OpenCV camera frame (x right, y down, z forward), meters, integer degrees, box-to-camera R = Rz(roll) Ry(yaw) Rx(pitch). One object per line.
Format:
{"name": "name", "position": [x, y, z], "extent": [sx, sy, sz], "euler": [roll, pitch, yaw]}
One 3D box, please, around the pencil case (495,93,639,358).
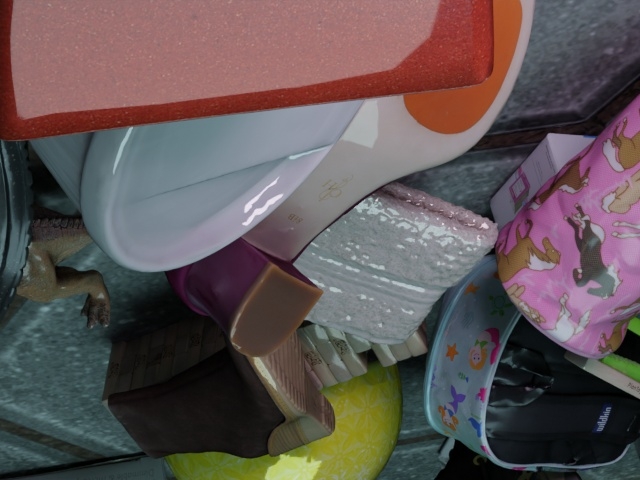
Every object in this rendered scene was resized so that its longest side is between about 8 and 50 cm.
{"name": "pencil case", "position": [0.317, -0.061, 1.247], "extent": [0.167, 0.160, 0.386], "euler": [36, 121, -14]}

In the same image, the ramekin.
{"name": "ramekin", "position": [-0.082, -0.120, 0.963], "extent": [0.273, 0.127, 0.273], "euler": [-41, 158, -21]}

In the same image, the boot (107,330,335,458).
{"name": "boot", "position": [-0.112, 0.150, 1.409], "extent": [0.206, 0.090, 0.248], "euler": [-9, 146, 13]}

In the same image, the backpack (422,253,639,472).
{"name": "backpack", "position": [0.219, 0.121, 1.511], "extent": [0.253, 0.191, 0.225], "euler": [3, 106, -46]}

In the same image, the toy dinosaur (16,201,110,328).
{"name": "toy dinosaur", "position": [-0.293, 0.009, 1.234], "extent": [0.295, 0.127, 0.200], "euler": [-20, 145, 1]}

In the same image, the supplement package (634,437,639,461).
{"name": "supplement package", "position": [0.470, 0.152, 1.726], "extent": [0.203, 0.194, 0.149], "euler": [-7, 153, -11]}

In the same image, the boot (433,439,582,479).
{"name": "boot", "position": [0.145, 0.318, 1.728], "extent": [0.284, 0.377, 0.138], "euler": [-33, 110, -5]}

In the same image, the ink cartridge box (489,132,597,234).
{"name": "ink cartridge box", "position": [0.233, -0.048, 1.410], "extent": [0.088, 0.052, 0.122], "euler": [1, 150, -25]}

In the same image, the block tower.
{"name": "block tower", "position": [-0.059, 0.114, 1.520], "extent": [0.335, 0.091, 0.097], "euler": [-20, 125, 16]}

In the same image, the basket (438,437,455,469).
{"name": "basket", "position": [0.242, 0.310, 2.020], "extent": [0.103, 0.113, 0.167], "euler": [-9, 152, -15]}

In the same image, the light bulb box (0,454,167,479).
{"name": "light bulb box", "position": [-0.366, 0.472, 1.946], "extent": [0.357, 0.225, 0.361], "euler": [-7, 151, -9]}

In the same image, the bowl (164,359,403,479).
{"name": "bowl", "position": [-0.022, 0.257, 1.666], "extent": [0.289, 0.156, 0.289], "euler": [-21, 171, -4]}

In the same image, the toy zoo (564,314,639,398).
{"name": "toy zoo", "position": [0.376, 0.023, 1.449], "extent": [0.192, 0.030, 0.293], "euler": [27, 94, -44]}

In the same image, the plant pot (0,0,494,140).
{"name": "plant pot", "position": [-0.060, -0.239, 0.739], "extent": [0.267, 0.267, 0.236], "euler": [-8, 138, -9]}

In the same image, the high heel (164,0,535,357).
{"name": "high heel", "position": [0.008, -0.094, 1.163], "extent": [0.377, 0.181, 0.127], "euler": [-48, 129, 1]}

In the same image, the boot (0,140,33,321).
{"name": "boot", "position": [-0.316, -0.076, 1.034], "extent": [0.222, 0.118, 0.338], "euler": [1, 125, -21]}

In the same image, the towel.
{"name": "towel", "position": [0.000, 0.000, 1.316], "extent": [0.282, 0.049, 0.187], "euler": [20, 138, -18]}
